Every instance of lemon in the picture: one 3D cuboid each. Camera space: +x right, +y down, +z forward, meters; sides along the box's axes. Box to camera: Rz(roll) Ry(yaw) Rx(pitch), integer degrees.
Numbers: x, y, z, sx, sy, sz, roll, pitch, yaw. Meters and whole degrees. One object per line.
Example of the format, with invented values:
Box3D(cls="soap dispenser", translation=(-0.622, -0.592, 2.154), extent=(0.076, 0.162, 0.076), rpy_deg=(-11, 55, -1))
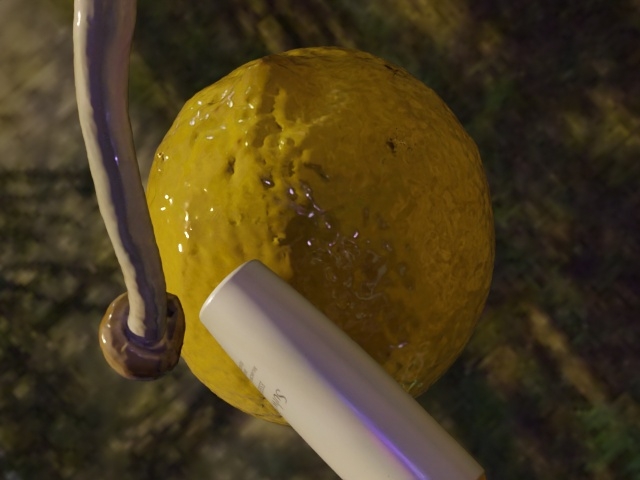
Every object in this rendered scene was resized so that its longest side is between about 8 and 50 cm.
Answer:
Box3D(cls="lemon", translation=(0.000, -0.002, 1.272), extent=(0.336, 0.336, 0.336), rpy_deg=(48, 174, 7))

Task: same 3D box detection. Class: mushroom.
Box3D(cls="mushroom", translation=(-0.072, -0.070, 0.562), extent=(0.068, 0.043, 0.306), rpy_deg=(-101, 13, -59))

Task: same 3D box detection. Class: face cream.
Box3D(cls="face cream", translation=(0.019, 0.085, 0.691), extent=(0.182, 0.051, 0.072), rpy_deg=(44, 168, 11))
